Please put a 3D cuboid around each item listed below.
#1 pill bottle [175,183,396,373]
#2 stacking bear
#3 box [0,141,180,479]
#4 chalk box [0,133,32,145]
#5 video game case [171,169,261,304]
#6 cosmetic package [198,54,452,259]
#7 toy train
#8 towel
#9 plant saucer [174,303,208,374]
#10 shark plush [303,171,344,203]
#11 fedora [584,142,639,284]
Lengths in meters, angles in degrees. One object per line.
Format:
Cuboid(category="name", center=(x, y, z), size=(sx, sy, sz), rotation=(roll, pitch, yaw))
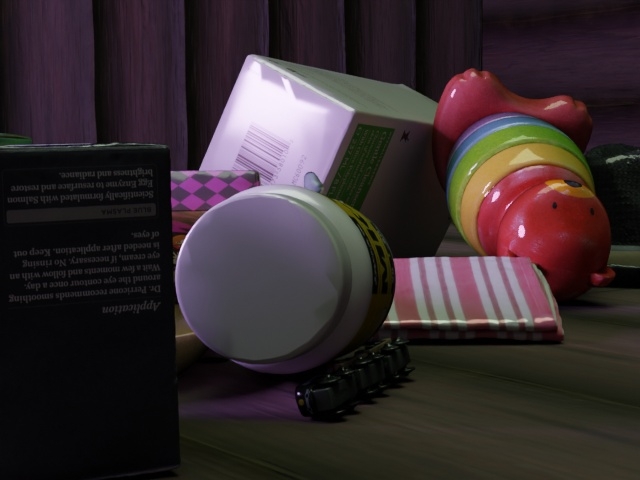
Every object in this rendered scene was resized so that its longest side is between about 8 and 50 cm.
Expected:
Cuboid(category="pill bottle", center=(-0.019, 0.025, 0.832), size=(0.119, 0.119, 0.208), rotation=(0, -1, 9))
Cuboid(category="stacking bear", center=(0.214, -0.039, 1.312), size=(0.175, 0.164, 0.289), rotation=(15, 24, -13))
Cuboid(category="box", center=(-0.140, 0.029, 0.654), size=(0.093, 0.158, 0.156), rotation=(-3, 6, -25))
Cuboid(category="chalk box", center=(-0.351, -0.042, 1.232), size=(0.132, 0.213, 0.132), rotation=(0, 5, 2))
Cuboid(category="video game case", center=(-0.175, 0.013, 0.995), size=(0.232, 0.042, 0.210), rotation=(-1, -27, -15))
Cuboid(category="cosmetic package", center=(0.031, -0.082, 1.474), size=(0.155, 0.197, 0.365), rotation=(31, 17, 27))
Cuboid(category="toy train", center=(0.022, 0.084, 0.796), size=(0.036, 0.027, 0.158), rotation=(-12, 1, 22))
Cuboid(category="towel", center=(0.093, 0.051, 1.059), size=(0.197, 0.029, 0.144), rotation=(-1, 19, 1))
Cuboid(category="plant saucer", center=(-0.185, 0.073, 0.885), size=(0.241, 0.037, 0.241), rotation=(-1, 4, 0))
Cuboid(category="shark plush", center=(0.000, 0.000, 1.193), size=(0.067, 0.073, 0.161), rotation=(-29, 31, -11))
Cuboid(category="fedora", center=(0.383, -0.038, 1.501), size=(0.334, 0.152, 0.334), rotation=(-1, 4, 0))
